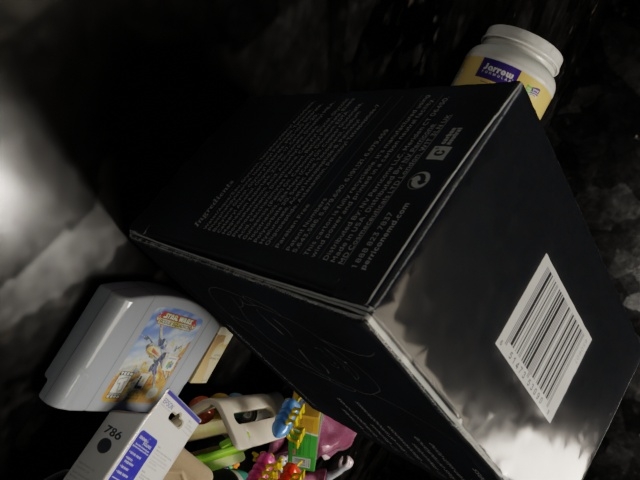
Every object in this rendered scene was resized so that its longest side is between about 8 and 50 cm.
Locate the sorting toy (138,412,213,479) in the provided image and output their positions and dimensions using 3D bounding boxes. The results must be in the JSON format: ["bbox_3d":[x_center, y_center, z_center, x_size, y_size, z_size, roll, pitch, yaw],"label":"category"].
[{"bbox_3d":[-0.309,0.415,1.040,0.208,0.193,0.038,-53,-166,-24],"label":"sorting toy"}]

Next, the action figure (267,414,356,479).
[{"bbox_3d":[-0.059,0.554,1.731,0.276,0.248,0.370,-45,172,39],"label":"action figure"}]

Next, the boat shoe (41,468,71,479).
[{"bbox_3d":[-0.431,0.393,0.875,0.227,0.079,0.081,-25,123,-55],"label":"boat shoe"}]

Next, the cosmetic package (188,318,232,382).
[{"bbox_3d":[-0.206,0.196,1.139,0.115,0.041,0.060,-61,157,1],"label":"cosmetic package"}]

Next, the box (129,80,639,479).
[{"bbox_3d":[0.086,0.071,0.843,0.297,0.472,0.480,-54,127,-20],"label":"box"}]

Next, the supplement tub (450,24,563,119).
[{"bbox_3d":[0.434,-0.339,1.592,0.331,0.241,0.241,-63,157,4],"label":"supplement tub"}]

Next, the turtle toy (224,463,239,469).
[{"bbox_3d":[-0.231,0.530,1.432,0.130,0.066,0.095,-23,136,-56],"label":"turtle toy"}]

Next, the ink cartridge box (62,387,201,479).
[{"bbox_3d":[-0.313,0.373,0.931,0.332,0.065,0.165,-56,154,-25],"label":"ink cartridge box"}]

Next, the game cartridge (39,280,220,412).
[{"bbox_3d":[-0.267,0.165,0.967,0.198,0.062,0.297,-56,157,-2],"label":"game cartridge"}]

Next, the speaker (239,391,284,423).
[{"bbox_3d":[-0.137,0.390,1.483,0.055,0.055,0.136,-64,157,8],"label":"speaker"}]

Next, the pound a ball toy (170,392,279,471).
[{"bbox_3d":[-0.224,0.383,1.243,0.208,0.135,0.319,-32,162,9],"label":"pound a ball toy"}]

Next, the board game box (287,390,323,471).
[{"bbox_3d":[-0.016,0.332,1.479,0.316,0.064,0.242,-78,174,-45],"label":"board game box"}]

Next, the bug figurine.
[{"bbox_3d":[-0.083,0.441,1.217,0.216,0.072,0.278,-54,152,-53],"label":"bug figurine"}]

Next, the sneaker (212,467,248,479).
[{"bbox_3d":[-0.240,0.543,1.252,0.296,0.123,0.178,-33,152,9],"label":"sneaker"}]
